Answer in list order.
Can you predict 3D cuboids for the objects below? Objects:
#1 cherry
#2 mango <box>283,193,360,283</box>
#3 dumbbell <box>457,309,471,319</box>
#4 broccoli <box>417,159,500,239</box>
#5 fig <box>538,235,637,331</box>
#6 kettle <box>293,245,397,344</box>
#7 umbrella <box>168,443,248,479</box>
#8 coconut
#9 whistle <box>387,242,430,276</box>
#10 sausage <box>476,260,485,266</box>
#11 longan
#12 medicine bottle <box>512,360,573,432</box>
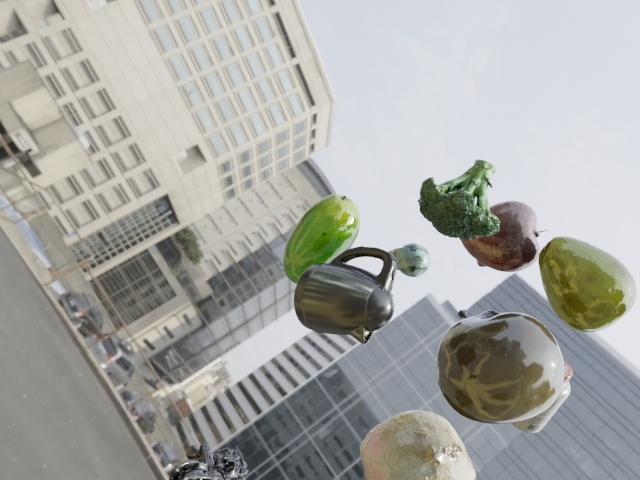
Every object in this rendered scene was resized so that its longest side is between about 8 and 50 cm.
[{"bbox_3d":[0.669,-0.012,1.817,0.221,0.308,0.261,31,55,-71],"label":"cherry"},{"bbox_3d":[0.000,0.000,1.830,0.201,0.382,0.225,40,12,26],"label":"mango"},{"bbox_3d":[0.640,0.338,2.191,0.083,0.040,0.036,-115,-152,-68],"label":"dumbbell"},{"bbox_3d":[0.451,-0.128,1.533,0.269,0.269,0.254,52,3,17],"label":"broccoli"},{"bbox_3d":[0.857,0.130,1.625,0.326,0.258,0.258,56,-18,10],"label":"fig"},{"bbox_3d":[0.100,0.165,1.410,0.271,0.251,0.207,6,-53,44],"label":"kettle"},{"bbox_3d":[-0.248,0.475,0.976,0.336,0.154,0.128,53,36,-69],"label":"umbrella"},{"bbox_3d":[0.351,0.801,1.769,0.404,0.405,0.404,49,-20,25],"label":"coconut"},{"bbox_3d":[0.401,0.090,2.225,0.163,0.163,0.290,58,-12,0],"label":"whistle"},{"bbox_3d":[0.715,-0.018,2.030,0.089,0.300,0.083,3,-28,44],"label":"sausage"},{"bbox_3d":[0.518,0.364,1.452,0.361,0.361,0.361,49,-20,25],"label":"longan"},{"bbox_3d":[0.796,0.552,1.801,0.157,0.157,0.288,44,-49,36],"label":"medicine bottle"}]
